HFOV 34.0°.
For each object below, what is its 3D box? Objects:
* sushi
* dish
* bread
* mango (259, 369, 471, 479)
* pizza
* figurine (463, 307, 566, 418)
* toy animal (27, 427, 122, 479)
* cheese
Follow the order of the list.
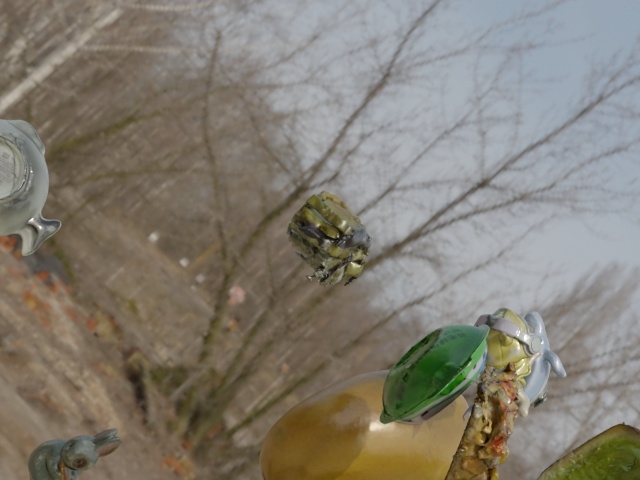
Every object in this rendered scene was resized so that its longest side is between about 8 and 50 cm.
[{"bbox_3d":[0.005,-0.005,1.716,0.139,0.131,0.291,41,1,12],"label":"sushi"},{"bbox_3d":[-0.507,-0.094,1.634,0.246,0.224,0.078,49,-26,-11],"label":"dish"},{"bbox_3d":[0.336,0.321,1.190,0.070,0.236,0.236,52,-9,-34],"label":"bread"},{"bbox_3d":[0.085,0.363,1.889,0.445,0.300,0.232,2,52,-39],"label":"mango"},{"bbox_3d":[0.233,0.254,1.445,0.074,0.251,0.288,19,-43,8],"label":"pizza"},{"bbox_3d":[0.308,0.205,1.704,0.128,0.208,0.184,3,-35,52],"label":"figurine"},{"bbox_3d":[-0.578,0.495,2.413,0.108,0.236,0.138,5,49,-58],"label":"toy animal"},{"bbox_3d":[0.155,0.187,1.500,0.083,0.204,0.320,48,-6,0],"label":"cheese"}]
